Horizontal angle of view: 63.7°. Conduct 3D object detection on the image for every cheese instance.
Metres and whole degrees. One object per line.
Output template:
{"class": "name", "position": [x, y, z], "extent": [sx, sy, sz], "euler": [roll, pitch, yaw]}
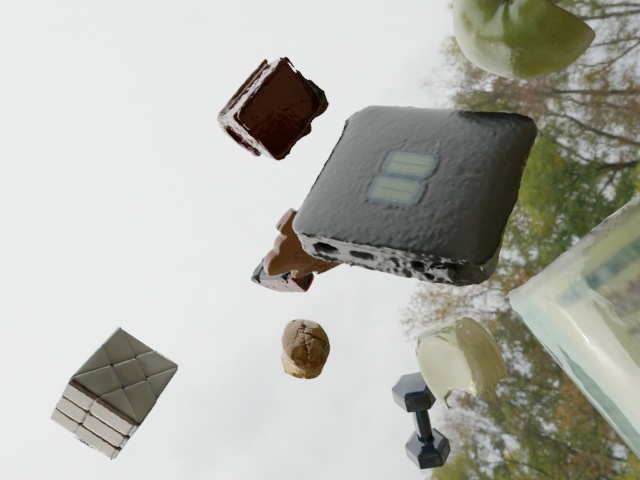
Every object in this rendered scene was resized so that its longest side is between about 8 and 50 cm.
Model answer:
{"class": "cheese", "position": [0.381, 0.337, 1.435], "extent": [0.127, 0.266, 0.234], "euler": [-15, -102, -30]}

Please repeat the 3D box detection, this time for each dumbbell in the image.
{"class": "dumbbell", "position": [0.347, 0.617, 1.768], "extent": [0.144, 0.160, 0.325], "euler": [-20, -72, -20]}

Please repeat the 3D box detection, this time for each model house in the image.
{"class": "model house", "position": [-0.136, -0.318, 1.243], "extent": [0.160, 0.254, 0.196], "euler": [42, -99, -32]}

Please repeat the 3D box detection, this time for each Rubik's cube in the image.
{"class": "Rubik's cube", "position": [-0.583, 0.434, 1.469], "extent": [0.221, 0.225, 0.231], "euler": [36, -146, -5]}

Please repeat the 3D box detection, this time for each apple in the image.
{"class": "apple", "position": [0.397, -0.460, 0.992], "extent": [0.254, 0.291, 0.292], "euler": [-11, -73, -52]}

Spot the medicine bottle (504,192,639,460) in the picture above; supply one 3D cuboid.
{"class": "medicine bottle", "position": [0.359, 0.130, 0.365], "extent": [0.235, 0.406, 0.236], "euler": [-33, -19, -13]}

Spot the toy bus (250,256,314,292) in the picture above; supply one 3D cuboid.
{"class": "toy bus", "position": [-0.115, 0.103, 1.502], "extent": [0.089, 0.195, 0.081], "euler": [49, -126, -32]}

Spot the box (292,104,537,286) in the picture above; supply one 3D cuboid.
{"class": "box", "position": [0.160, -0.099, 0.890], "extent": [0.351, 0.358, 0.091], "euler": [-63, -30, -28]}

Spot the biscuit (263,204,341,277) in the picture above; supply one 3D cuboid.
{"class": "biscuit", "position": [0.000, 0.000, 1.334], "extent": [0.284, 0.043, 0.306], "euler": [-53, -39, 5]}

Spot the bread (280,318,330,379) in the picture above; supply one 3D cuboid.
{"class": "bread", "position": [-0.063, 0.424, 2.049], "extent": [0.195, 0.270, 0.143], "euler": [7, -63, -7]}
